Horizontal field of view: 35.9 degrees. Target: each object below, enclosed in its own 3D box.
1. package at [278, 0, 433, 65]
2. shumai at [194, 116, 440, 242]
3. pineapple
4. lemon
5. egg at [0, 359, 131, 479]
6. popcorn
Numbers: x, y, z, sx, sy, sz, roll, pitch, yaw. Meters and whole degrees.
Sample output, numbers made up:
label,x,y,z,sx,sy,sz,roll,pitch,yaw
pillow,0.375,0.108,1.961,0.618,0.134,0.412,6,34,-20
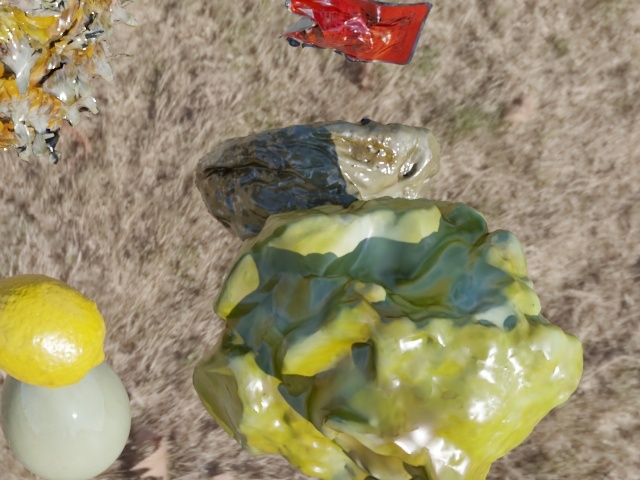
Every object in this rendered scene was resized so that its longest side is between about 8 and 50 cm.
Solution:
label,x,y,z,sx,sy,sz,roll,pitch,yaw
package,0.059,-0.395,1.849,0.269,0.194,0.071,10,71,-7
shumai,0.000,0.000,1.221,0.313,0.267,0.263,-1,80,-2
pineapple,-0.335,-0.245,0.935,0.352,0.300,0.353,4,79,-19
lemon,-0.297,0.093,1.040,0.155,0.114,0.114,32,70,-19
egg,-0.384,0.254,1.482,0.188,0.254,0.189,-2,48,2
popcorn,0.057,0.114,0.974,0.334,0.292,0.293,40,57,22
